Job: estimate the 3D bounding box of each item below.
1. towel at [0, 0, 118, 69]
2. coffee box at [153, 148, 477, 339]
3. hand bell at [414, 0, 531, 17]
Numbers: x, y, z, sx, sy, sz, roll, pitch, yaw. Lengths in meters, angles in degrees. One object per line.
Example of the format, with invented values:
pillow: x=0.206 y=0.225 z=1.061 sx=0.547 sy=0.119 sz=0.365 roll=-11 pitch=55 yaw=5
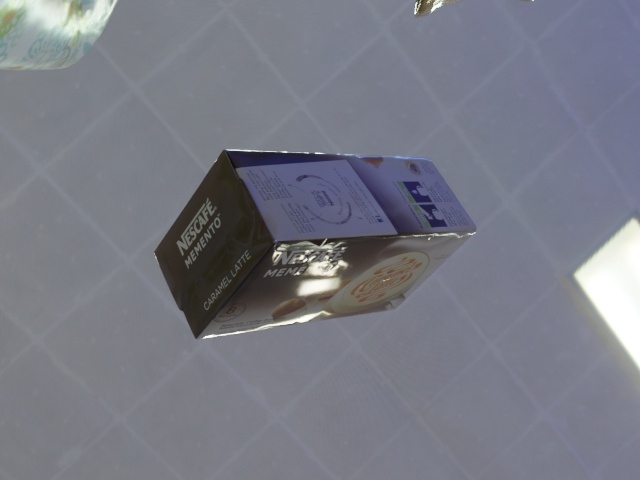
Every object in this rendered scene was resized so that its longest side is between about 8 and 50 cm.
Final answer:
towel: x=-0.223 y=-0.324 z=0.761 sx=0.090 sy=0.320 sz=0.374 roll=29 pitch=-78 yaw=2
coffee box: x=0.000 y=0.000 z=0.761 sx=0.247 sy=0.098 sz=0.141 roll=-3 pitch=-36 yaw=-43
hand bell: x=0.199 y=-0.192 z=0.597 sx=0.242 sy=0.126 sz=0.126 roll=13 pitch=-80 yaw=0
